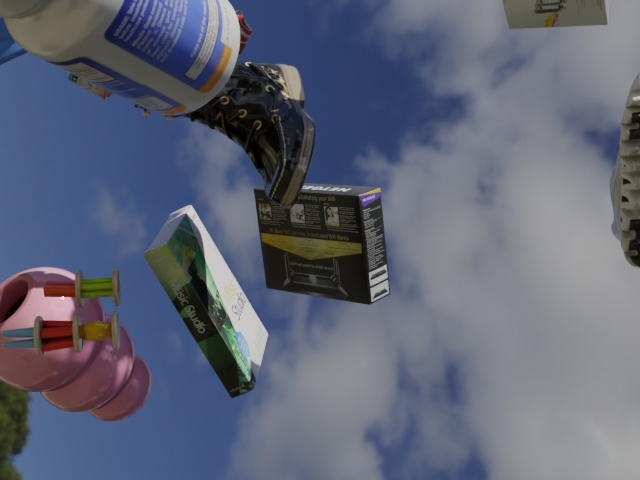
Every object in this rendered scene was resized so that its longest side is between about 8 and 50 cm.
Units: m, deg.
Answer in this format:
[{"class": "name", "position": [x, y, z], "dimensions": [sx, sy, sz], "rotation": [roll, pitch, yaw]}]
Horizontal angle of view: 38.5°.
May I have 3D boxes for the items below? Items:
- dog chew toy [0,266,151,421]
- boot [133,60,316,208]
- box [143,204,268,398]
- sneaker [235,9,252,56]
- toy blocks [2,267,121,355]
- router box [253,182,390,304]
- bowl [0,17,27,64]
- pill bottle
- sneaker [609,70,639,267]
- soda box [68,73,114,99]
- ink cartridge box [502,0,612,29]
[{"class": "dog chew toy", "position": [-0.411, 0.193, 1.545], "dimensions": [0.207, 0.206, 0.332], "rotation": [32, -14, 49]}, {"class": "boot", "position": [-0.164, -0.212, 1.538], "dimensions": [0.377, 0.284, 0.138], "rotation": [-98, -151, -47]}, {"class": "box", "position": [-0.209, 0.110, 1.744], "dimensions": [0.322, 0.058, 0.232], "rotation": [60, 13, -16]}, {"class": "sneaker", "position": [-0.158, -0.329, 1.377], "dimensions": [0.067, 0.118, 0.042], "rotation": [-49, -156, 25]}, {"class": "toy blocks", "position": [-0.345, 0.095, 1.229], "dimensions": [0.054, 0.148, 0.123], "rotation": [97, -12, -54]}, {"class": "router box", "position": [0.000, 0.000, 2.033], "dimensions": [0.309, 0.081, 0.242], "rotation": [7, -70, 40]}, {"class": "bowl", "position": [-0.496, -0.314, 1.356], "dimensions": [0.391, 0.391, 0.077], "rotation": [16, -45, 55]}, {"class": "pill bottle", "position": [-0.215, -0.235, 0.913], "dimensions": [0.152, 0.272, 0.152], "rotation": [-8, -106, 29]}, {"class": "sneaker", "position": [0.447, -0.112, 1.266], "dimensions": [0.118, 0.110, 0.292], "rotation": [-96, -173, -71]}, {"class": "soda box", "position": [-0.288, -0.260, 1.323], "dimensions": [0.063, 0.183, 0.058], "rotation": [28, -66, 1]}, {"class": "ink cartridge box", "position": [0.407, -0.454, 1.579], "dimensions": [0.176, 0.128, 0.127], "rotation": [4, -31, 24]}]
